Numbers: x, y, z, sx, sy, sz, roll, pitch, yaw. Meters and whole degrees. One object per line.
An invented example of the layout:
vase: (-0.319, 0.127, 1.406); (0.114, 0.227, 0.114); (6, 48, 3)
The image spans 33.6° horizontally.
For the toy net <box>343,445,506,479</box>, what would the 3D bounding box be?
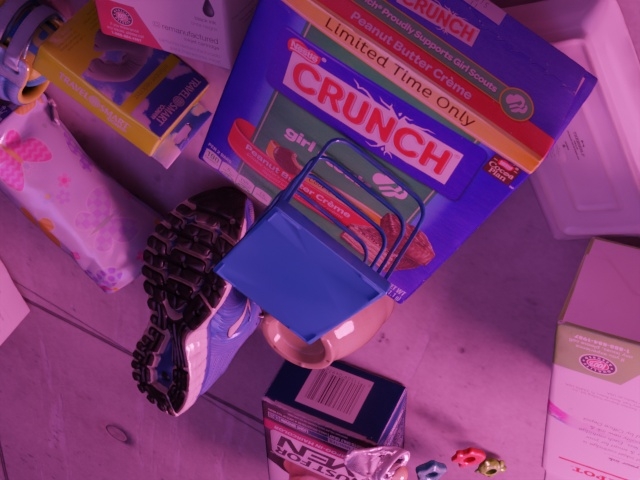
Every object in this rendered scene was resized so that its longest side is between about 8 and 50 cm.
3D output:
toy net: (0.136, 0.307, 1.370); (0.232, 0.045, 0.122); (22, 128, -34)

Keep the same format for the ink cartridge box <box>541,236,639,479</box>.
ink cartridge box: (0.346, 0.171, 1.091); (0.207, 0.119, 0.353); (16, 144, 19)

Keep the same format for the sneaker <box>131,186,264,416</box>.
sneaker: (-0.145, 0.065, 1.354); (0.129, 0.147, 0.330); (34, 126, 19)

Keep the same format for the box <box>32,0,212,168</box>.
box: (-0.205, -0.171, 1.139); (0.178, 0.109, 0.042); (38, 141, -5)

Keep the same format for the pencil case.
pencil case: (-0.314, -0.060, 1.335); (0.273, 0.124, 0.113); (48, 155, -18)

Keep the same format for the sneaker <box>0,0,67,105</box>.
sneaker: (-0.369, -0.276, 1.137); (0.208, 0.127, 0.319); (22, 151, 18)

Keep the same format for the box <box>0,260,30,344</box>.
box: (-0.645, 0.141, 1.608); (0.168, 0.345, 0.215); (8, 136, 30)

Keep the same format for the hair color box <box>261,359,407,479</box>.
hair color box: (0.021, 0.316, 1.514); (0.173, 0.105, 0.347); (19, 141, 18)

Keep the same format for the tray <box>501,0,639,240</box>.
tray: (0.234, -0.096, 0.968); (0.145, 0.030, 0.270); (-2, 130, 39)

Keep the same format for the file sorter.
file sorter: (0.000, 0.000, 0.961); (0.118, 0.104, 0.170); (38, 150, -7)

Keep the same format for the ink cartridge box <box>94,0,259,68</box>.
ink cartridge box: (-0.136, -0.285, 0.980); (0.158, 0.092, 0.218); (18, 139, 19)

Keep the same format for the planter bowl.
planter bowl: (-0.005, 0.084, 1.275); (0.162, 0.109, 0.162); (19, 140, 17)

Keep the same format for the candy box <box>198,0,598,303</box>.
candy box: (0.052, -0.109, 0.981); (0.268, 0.122, 0.317); (36, 149, 0)
